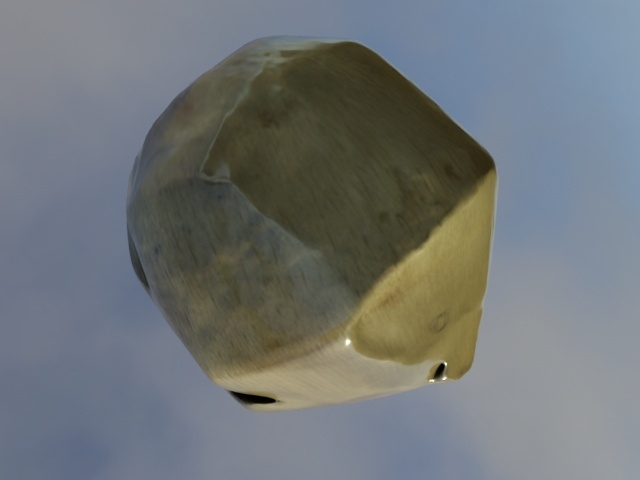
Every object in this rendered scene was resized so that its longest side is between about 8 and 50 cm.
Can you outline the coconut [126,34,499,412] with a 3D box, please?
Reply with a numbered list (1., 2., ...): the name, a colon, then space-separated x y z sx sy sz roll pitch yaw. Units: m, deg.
1. coconut: 0.000 0.000 0.925 0.224 0.224 0.224 49 -155 -33
